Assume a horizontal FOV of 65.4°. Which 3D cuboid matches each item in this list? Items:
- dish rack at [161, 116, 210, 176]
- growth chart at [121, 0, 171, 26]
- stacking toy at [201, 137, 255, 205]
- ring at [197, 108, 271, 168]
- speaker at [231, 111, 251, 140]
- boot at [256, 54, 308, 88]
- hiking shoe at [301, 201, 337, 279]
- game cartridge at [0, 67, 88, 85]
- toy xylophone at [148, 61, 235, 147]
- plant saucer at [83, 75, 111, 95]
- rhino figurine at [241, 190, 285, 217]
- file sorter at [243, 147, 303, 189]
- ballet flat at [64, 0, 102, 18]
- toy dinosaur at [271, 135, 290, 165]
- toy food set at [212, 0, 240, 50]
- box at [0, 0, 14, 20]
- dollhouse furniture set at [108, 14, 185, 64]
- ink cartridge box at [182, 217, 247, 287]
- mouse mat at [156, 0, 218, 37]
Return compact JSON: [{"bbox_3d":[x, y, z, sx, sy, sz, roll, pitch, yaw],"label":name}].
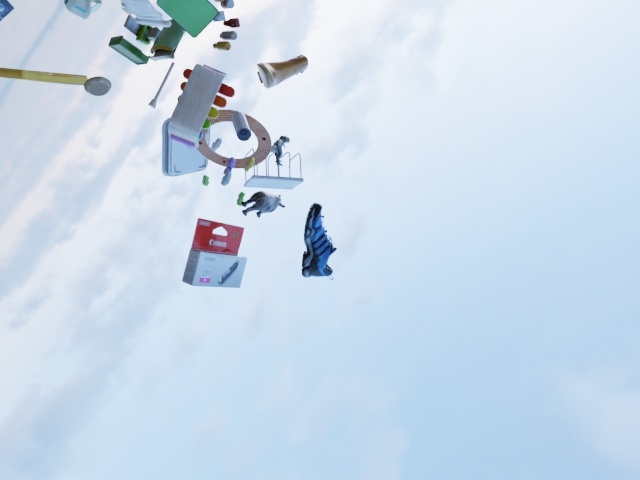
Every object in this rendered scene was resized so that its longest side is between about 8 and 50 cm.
[{"bbox_3d":[-0.701,-0.496,2.653,0.072,0.285,0.333,34,-52,31],"label":"dish rack"},{"bbox_3d":[-0.478,-0.619,1.238,0.172,0.237,0.021,24,-103,25],"label":"growth chart"},{"bbox_3d":[-0.336,-0.255,1.837,0.052,0.167,0.221,-29,-136,43],"label":"stacking toy"},{"bbox_3d":[-0.372,-0.426,2.100,0.336,0.336,0.032,-27,-134,35],"label":"ring"},{"bbox_3d":[-0.293,-0.422,1.844,0.055,0.055,0.136,-44,-139,17],"label":"speaker"},{"bbox_3d":[-0.148,-0.704,2.038,0.211,0.104,0.295,-22,-160,-3],"label":"boot"},{"bbox_3d":[0.000,0.000,1.930,0.113,0.132,0.304,-89,-177,-70],"label":"hiking shoe"},{"bbox_3d":[-1.247,-0.722,2.180,0.285,0.323,0.053,12,-75,22],"label":"game cartridge"},{"bbox_3d":[-0.474,-0.517,1.829,0.323,0.236,0.081,-60,-178,-9],"label":"toy xylophone"},{"bbox_3d":[-0.708,-0.487,1.591,0.083,0.083,0.015,-36,-114,27],"label":"plant saucer"},{"bbox_3d":[-0.199,-0.135,1.845,0.106,0.243,0.073,-30,-98,17],"label":"rhino figurine"},{"bbox_3d":[-0.254,-0.382,2.669,0.193,0.277,0.173,162,-72,-66],"label":"file sorter"},{"bbox_3d":[-0.679,-0.720,1.466,0.086,0.086,0.248,-36,-142,27],"label":"ballet flat"},{"bbox_3d":[-0.202,-0.418,2.354,0.064,0.118,0.268,0,-156,12],"label":"toy dinosaur"},{"bbox_3d":[-0.430,-0.958,2.180,0.104,0.232,0.111,20,-141,41],"label":"toy food set"},{"bbox_3d":[-0.795,-0.560,1.200,0.018,0.067,0.083,35,-103,23],"label":"box"},{"bbox_3d":[-0.729,-0.881,2.123,0.301,0.151,0.198,11,-102,39],"label":"dollhouse furniture set"},{"bbox_3d":[-0.378,0.054,1.879,0.060,0.275,0.239,16,-88,30],"label":"ink cartridge box"},{"bbox_3d":[-0.501,-0.882,1.889,0.152,0.189,0.007,-35,-139,22],"label":"mouse mat"}]
